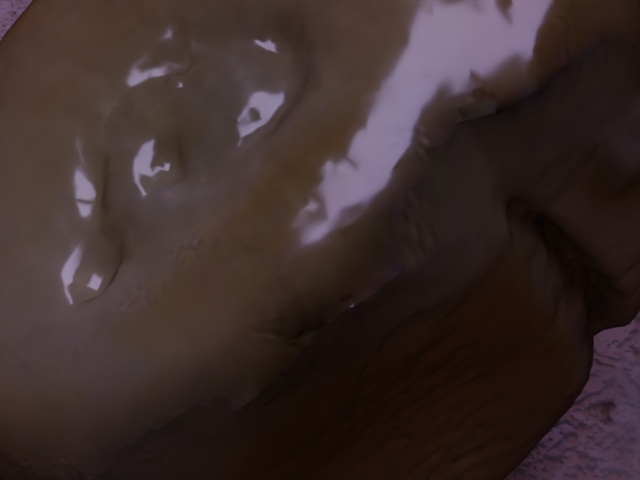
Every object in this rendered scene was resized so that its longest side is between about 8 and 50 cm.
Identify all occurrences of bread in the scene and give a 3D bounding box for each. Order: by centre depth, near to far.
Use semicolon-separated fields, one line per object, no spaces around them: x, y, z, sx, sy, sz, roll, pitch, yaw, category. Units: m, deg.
0.000;0.000;0.615;0.348;0.376;0.253;-43;60;4;bread
